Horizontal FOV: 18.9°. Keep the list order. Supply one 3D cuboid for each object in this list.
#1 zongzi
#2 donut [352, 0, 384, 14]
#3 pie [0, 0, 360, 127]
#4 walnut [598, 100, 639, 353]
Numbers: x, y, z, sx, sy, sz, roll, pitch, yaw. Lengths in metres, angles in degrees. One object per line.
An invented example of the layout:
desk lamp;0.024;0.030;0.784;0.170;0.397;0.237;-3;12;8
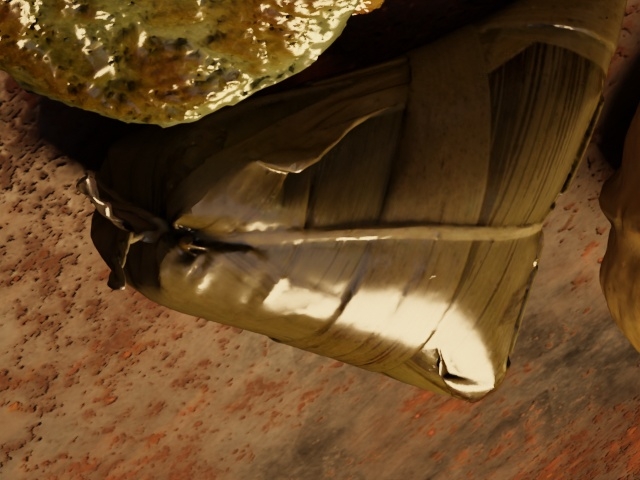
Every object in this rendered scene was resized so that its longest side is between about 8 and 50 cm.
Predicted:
zongzi;0.020;-0.135;1.664;0.500;0.218;0.467;19;91;-37
donut;0.012;-0.300;1.468;0.152;0.101;0.259;-5;137;-33
pie;-0.120;-0.201;1.413;0.371;0.078;0.296;-15;140;11
walnut;0.464;-0.014;1.971;0.381;0.381;0.381;-21;143;-17
